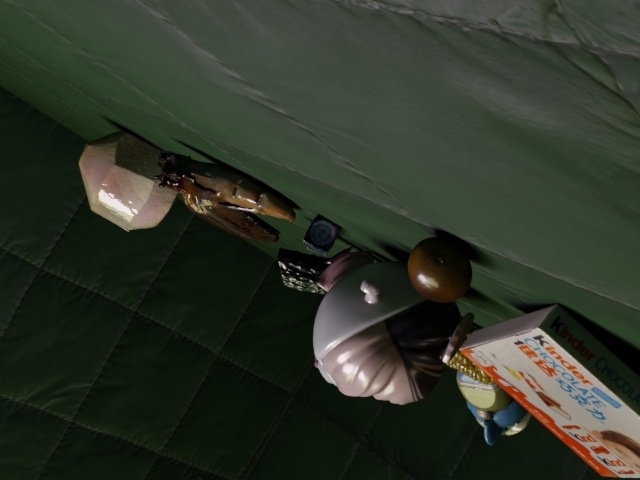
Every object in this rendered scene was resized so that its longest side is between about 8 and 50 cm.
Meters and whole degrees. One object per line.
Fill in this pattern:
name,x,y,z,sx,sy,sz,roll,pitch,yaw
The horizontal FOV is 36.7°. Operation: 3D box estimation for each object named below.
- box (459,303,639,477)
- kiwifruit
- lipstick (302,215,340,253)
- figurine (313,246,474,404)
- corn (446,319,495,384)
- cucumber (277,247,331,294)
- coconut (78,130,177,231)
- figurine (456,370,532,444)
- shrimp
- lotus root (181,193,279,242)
box,0.332,0.200,1.227,0.273,0.048,0.265,42,162,0
kiwifruit,0.139,0.035,1.117,0.075,0.075,0.124,29,172,12
lipstick,0.000,0.000,1.755,0.051,0.051,0.312,27,176,1
figurine,0.087,0.138,1.558,0.211,0.253,0.361,48,180,-10
corn,0.246,0.191,1.964,0.313,0.102,0.102,27,175,34
cucumber,0.047,0.070,1.775,0.265,0.077,0.077,10,177,-4
coconut,-0.437,-0.136,2.162,0.237,0.197,0.237,28,-179,0
figurine,0.375,0.310,2.076,0.180,0.153,0.262,-88,-21,-55
shrimp,-0.159,-0.091,1.735,0.289,0.075,0.178,13,170,29
lotus root,-0.235,-0.058,2.468,0.329,0.078,0.167,35,175,-42
